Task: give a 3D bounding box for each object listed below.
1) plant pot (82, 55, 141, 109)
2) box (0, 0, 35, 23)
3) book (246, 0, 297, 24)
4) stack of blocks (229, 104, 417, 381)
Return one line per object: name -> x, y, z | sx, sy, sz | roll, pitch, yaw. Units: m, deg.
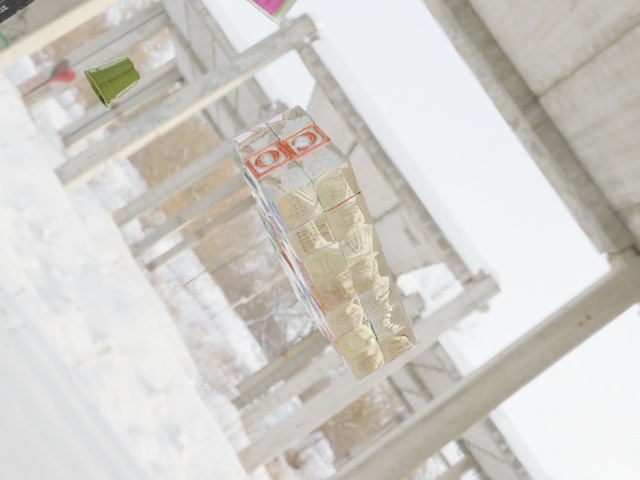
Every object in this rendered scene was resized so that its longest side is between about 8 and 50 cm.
plant pot -> -0.366, -0.287, 1.429 | 0.083, 0.079, 0.083 | 52, -15, 20
box -> -0.589, -0.491, 1.142 | 0.395, 0.293, 0.212 | 22, 51, -57
book -> -0.079, -0.398, 1.218 | 0.035, 0.096, 0.144 | 39, 8, 27
stack of blocks -> 0.000, 0.000, 0.909 | 0.171, 0.087, 0.297 | 52, -12, 47
